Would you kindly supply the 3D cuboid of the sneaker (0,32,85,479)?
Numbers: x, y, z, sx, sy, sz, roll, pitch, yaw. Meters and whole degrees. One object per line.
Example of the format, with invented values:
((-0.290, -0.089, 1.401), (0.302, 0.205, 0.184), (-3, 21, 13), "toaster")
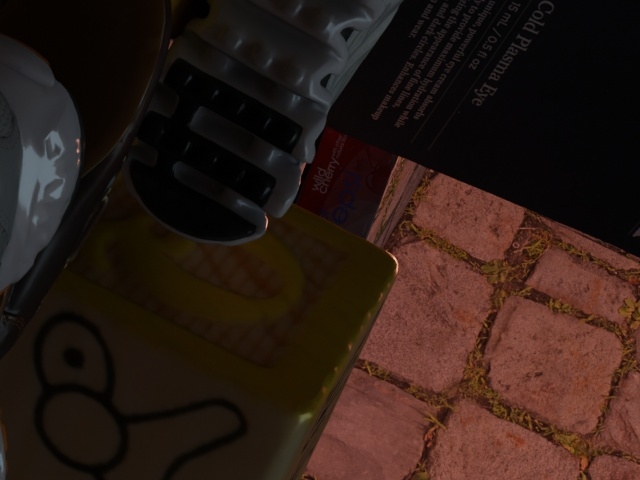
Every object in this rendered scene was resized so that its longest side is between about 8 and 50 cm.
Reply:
((-0.173, 0.053, 0.462), (0.121, 0.099, 0.262), (-32, 141, -64), "sneaker")

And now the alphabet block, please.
((-0.091, 0.084, 0.762), (0.197, 0.192, 0.193), (-66, 175, 30), "alphabet block")

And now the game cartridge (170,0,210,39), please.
((-0.010, -0.263, 0.674), (0.323, 0.053, 0.285), (-63, 174, 17), "game cartridge")

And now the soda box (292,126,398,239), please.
((0.000, 0.000, 1.448), (0.083, 0.092, 0.263), (135, -24, -79), "soda box")

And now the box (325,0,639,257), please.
((0.172, -0.199, 0.839), (0.179, 0.313, 0.343), (-79, -164, -45), "box")

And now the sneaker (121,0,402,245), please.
((0.000, -0.135, 0.670), (0.292, 0.110, 0.118), (-54, -177, 7), "sneaker")

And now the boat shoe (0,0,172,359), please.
((-0.127, -0.029, 0.558), (0.207, 0.073, 0.073), (-57, 176, 7), "boat shoe")
